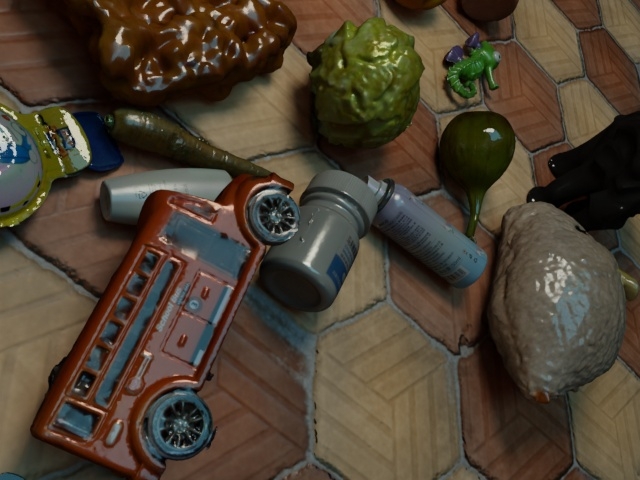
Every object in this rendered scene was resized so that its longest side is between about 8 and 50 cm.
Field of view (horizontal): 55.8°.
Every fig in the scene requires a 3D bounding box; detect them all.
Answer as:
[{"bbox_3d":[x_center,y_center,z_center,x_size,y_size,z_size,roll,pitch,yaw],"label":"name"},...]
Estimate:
[{"bbox_3d":[0.260,-0.100,1.002,0.124,0.124,0.236,11,75,-31],"label":"fig"}]

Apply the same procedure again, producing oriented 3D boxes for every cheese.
[{"bbox_3d":[-0.319,-0.092,0.621,0.250,0.064,0.156,-26,88,-51],"label":"cheese"}]

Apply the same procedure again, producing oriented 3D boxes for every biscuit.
[{"bbox_3d":[-0.197,-0.329,0.775,0.318,0.110,0.312,-29,88,-39],"label":"biscuit"}]

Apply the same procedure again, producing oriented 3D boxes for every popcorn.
[{"bbox_3d":[0.057,-0.232,0.886,0.198,0.198,0.212,-8,50,-37],"label":"popcorn"}]

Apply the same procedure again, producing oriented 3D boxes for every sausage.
[{"bbox_3d":[0.366,-0.591,1.267,0.121,0.121,0.304,28,58,-23],"label":"sausage"}]

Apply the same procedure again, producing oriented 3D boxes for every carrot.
[{"bbox_3d":[-0.147,-0.109,0.762,0.254,0.049,0.049,19,61,-34],"label":"carrot"}]

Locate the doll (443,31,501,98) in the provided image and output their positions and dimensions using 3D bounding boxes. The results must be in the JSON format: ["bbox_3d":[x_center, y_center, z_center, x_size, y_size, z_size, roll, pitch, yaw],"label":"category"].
[{"bbox_3d":[0.294,-0.328,1.155,0.115,0.050,0.190,51,53,2],"label":"doll"}]

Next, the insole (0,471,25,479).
[{"bbox_3d":[-0.312,0.270,0.516,0.053,0.002,0.153,41,54,-15],"label":"insole"}]

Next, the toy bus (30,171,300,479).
[{"bbox_3d":[-0.146,0.064,0.609,0.153,0.143,0.329,30,66,-14],"label":"toy bus"}]

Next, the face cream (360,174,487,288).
[{"bbox_3d":[0.146,-0.017,0.907,0.229,0.075,0.075,36,55,-19],"label":"face cream"}]

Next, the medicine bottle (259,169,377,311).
[{"bbox_3d":[0.000,0.000,0.779,0.105,0.105,0.168,39,54,-16],"label":"medicine bottle"}]

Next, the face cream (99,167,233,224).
[{"bbox_3d":[-0.165,-0.051,0.719,0.182,0.051,0.072,-6,77,-35],"label":"face cream"}]

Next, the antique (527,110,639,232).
[{"bbox_3d":[0.558,-0.125,1.128,0.185,0.255,0.322,51,54,-10],"label":"antique"}]

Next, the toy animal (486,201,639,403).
[{"bbox_3d":[0.376,0.102,0.948,0.226,0.188,0.358,31,57,-14],"label":"toy animal"}]

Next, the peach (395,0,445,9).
[{"bbox_3d":[0.183,-0.491,1.097,0.138,0.138,0.138,14,64,-30],"label":"peach"}]
